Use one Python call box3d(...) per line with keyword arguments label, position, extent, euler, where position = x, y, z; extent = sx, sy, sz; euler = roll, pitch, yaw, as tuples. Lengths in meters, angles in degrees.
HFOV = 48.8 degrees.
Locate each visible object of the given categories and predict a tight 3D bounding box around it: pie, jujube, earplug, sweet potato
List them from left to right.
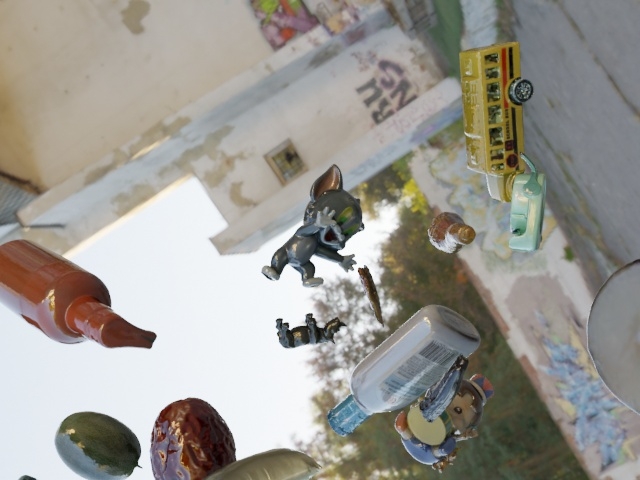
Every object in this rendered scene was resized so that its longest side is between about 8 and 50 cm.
box3d(label="jujube", position=(-0.285, 0.508, 1.622), extent=(0.197, 0.197, 0.290), euler=(19, -129, -69))
box3d(label="pie", position=(0.123, 0.127, 1.746), extent=(0.092, 0.034, 0.170), euler=(53, -161, -57))
box3d(label="sweet potato", position=(0.350, -0.015, 1.888), extent=(0.109, 0.109, 0.385), euler=(56, -172, -4))
box3d(label="earplug", position=(0.798, 0.183, 1.440), extent=(0.394, 0.312, 0.312), euler=(-2, -130, -30))

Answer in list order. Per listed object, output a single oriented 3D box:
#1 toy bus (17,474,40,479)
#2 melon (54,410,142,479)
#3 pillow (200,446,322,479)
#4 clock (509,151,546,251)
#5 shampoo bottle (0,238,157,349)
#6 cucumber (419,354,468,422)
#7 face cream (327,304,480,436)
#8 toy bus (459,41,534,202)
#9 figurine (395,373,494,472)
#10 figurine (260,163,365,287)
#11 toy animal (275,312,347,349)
box3d(label="toy bus", position=(-0.359, 0.449, 1.047), extent=(0.256, 0.147, 0.128), euler=(29, -123, -20))
box3d(label="melon", position=(-0.392, 0.370, 1.260), extent=(0.167, 0.114, 0.114), euler=(28, -161, -9))
box3d(label="pillow", position=(-0.135, 0.485, 1.408), extent=(0.144, 0.254, 0.078), euler=(11, 113, 55))
box3d(label="clock", position=(0.287, -0.052, 0.974), extent=(0.101, 0.041, 0.135), euler=(1, -86, -69))
box3d(label="shampoo bottle", position=(-0.272, 0.062, 0.742), extent=(0.244, 0.085, 0.085), euler=(18, 163, 42))
box3d(label="cucumber", position=(0.179, 0.215, 1.008), extent=(0.034, 0.135, 0.033), euler=(30, -139, 1))
box3d(label="face cream", position=(0.144, 0.260, 1.355), extent=(0.163, 0.336, 0.080), euler=(27, -152, -36))
box3d(label="toy bus", position=(0.375, -0.246, 1.503), extent=(0.121, 0.123, 0.335), euler=(-140, 41, -69))
box3d(label="figurine", position=(0.295, 0.397, 1.631), extent=(0.161, 0.158, 0.275), euler=(24, -149, 25))
box3d(label="figurine", position=(-0.004, 0.001, 1.486), extent=(0.193, 0.265, 0.140), euler=(51, 178, -32))
box3d(label="toy animal", position=(-0.016, 0.174, 1.350), extent=(0.047, 0.136, 0.065), euler=(-118, 20, -69))
